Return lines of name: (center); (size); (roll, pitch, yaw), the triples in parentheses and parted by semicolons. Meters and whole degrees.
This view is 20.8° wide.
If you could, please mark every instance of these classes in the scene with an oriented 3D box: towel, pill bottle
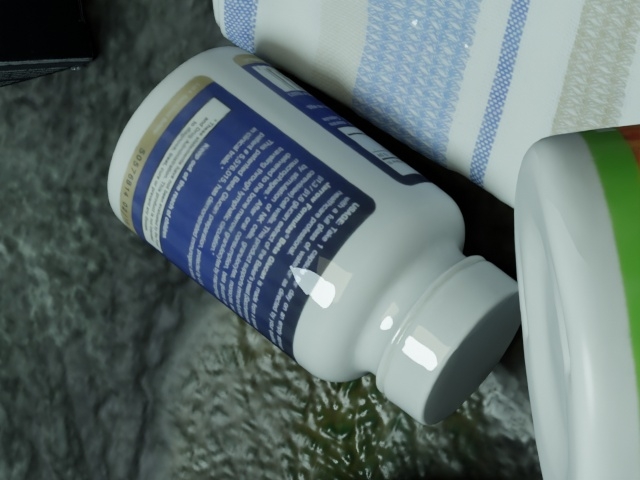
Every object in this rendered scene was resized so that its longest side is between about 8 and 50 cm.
towel: (0.068, -0.097, 0.658); (0.285, 0.034, 0.209); (34, 141, 24)
pill bottle: (0.000, 0.000, 0.728); (0.169, 0.094, 0.094); (37, 114, 22)
pill bottle: (0.192, 0.022, 0.547); (0.246, 0.136, 0.136); (-6, 94, 0)

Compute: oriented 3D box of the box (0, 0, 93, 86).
box: (-0.232, -0.137, 0.842); (0.207, 0.108, 0.153); (-9, 92, 32)
